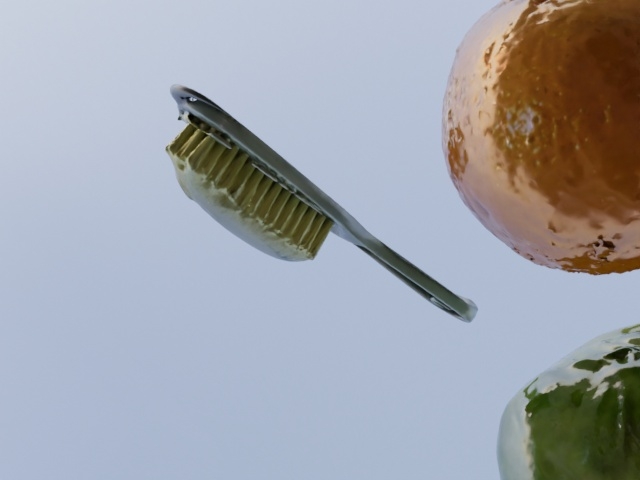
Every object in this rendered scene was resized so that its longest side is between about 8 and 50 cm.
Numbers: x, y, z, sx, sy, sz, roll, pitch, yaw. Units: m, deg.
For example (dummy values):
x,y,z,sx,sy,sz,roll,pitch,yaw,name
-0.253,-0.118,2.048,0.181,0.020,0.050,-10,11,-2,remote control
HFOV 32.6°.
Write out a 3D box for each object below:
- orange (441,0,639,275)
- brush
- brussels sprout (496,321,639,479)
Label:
x,y,z,sx,sy,sz,roll,pitch,yaw,name
0.158,-0.070,0.596,0.193,0.193,0.161,-4,-73,1,orange
0.000,0.000,0.746,0.297,0.068,0.060,36,-96,-32,brush
0.217,0.139,0.689,0.223,0.161,0.223,-4,-148,3,brussels sprout
